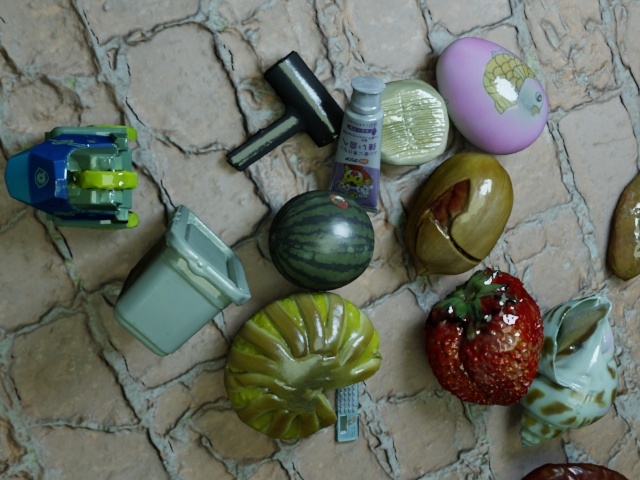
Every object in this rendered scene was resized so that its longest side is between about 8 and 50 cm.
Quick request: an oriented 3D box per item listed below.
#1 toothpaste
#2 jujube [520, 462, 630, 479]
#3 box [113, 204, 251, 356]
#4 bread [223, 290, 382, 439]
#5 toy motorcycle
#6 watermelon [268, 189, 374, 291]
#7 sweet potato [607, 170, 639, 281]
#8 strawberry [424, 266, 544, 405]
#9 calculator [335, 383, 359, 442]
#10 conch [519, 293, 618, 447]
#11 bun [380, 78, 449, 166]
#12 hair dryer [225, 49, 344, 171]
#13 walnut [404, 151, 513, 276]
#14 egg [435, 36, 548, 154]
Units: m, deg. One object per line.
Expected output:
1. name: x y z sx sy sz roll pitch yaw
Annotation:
1. toothpaste: 0.076 -0.176 1.259 0.114 0.073 0.299 8 131 3
2. jujube: 0.639 0.669 1.499 0.377 0.276 0.276 9 94 -16
3. box: -0.257 0.074 1.150 0.182 0.312 0.175 -45 106 1
4. bread: -0.037 0.259 1.284 0.333 0.160 0.333 -5 109 -15
5. toy motorcycle: -0.407 -0.107 1.068 0.200 0.326 0.191 0 96 -14
6. watermelon: 0.000 0.000 1.262 0.212 0.212 0.212 -2 97 -16
7. sweet potato: 0.760 -0.043 1.537 0.097 0.097 0.292 9 93 -17
8. strawberry: 0.369 0.223 1.382 0.238 0.250 0.288 -43 107 -44
9. calculator: 0.061 0.368 1.420 0.057 0.018 0.172 -1 98 -15
10. conch: 0.557 0.304 1.454 0.249 0.197 0.368 27 73 -29
11. bun: 0.165 -0.242 1.326 0.193 0.128 0.178 -11 101 -3
12. hair dryer: -0.086 -0.231 1.278 0.251 0.089 0.197 -39 106 -2
13. walnut: 0.292 -0.045 1.351 0.203 0.203 0.298 22 107 -17
14. egg: 0.355 -0.302 1.339 0.271 0.196 0.196 33 86 -7
